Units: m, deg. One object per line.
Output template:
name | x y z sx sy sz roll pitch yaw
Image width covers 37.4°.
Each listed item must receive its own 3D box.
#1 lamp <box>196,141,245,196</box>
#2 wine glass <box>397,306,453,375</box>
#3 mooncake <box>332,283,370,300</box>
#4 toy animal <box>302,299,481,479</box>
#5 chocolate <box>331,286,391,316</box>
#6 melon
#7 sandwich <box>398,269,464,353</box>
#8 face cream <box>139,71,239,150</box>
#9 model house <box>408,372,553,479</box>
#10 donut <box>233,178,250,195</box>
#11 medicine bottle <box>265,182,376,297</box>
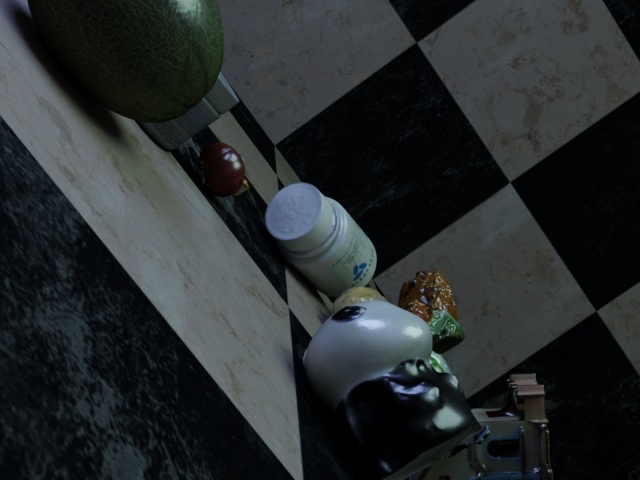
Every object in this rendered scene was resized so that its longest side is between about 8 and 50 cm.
lamp | -0.179 -0.127 1.700 0.101 0.090 0.101 35 -45 44
wine glass | 0.233 0.303 2.401 0.321 0.143 0.143 53 5 -40
mooncake | 0.047 0.077 2.330 0.168 0.104 0.175 49 5 -22
toy animal | 0.103 0.220 1.413 0.267 0.212 0.212 65 9 26
chocolate | 0.097 0.171 2.055 0.134 0.134 0.309 56 4 14
melon | -0.262 -0.309 1.307 0.302 0.237 0.237 55 5 -20
sandwich | 0.251 0.194 2.163 0.250 0.162 0.301 100 4 -47
face cream | -0.248 -0.262 1.598 0.177 0.153 0.177 55 4 -6
model house | 0.275 0.406 1.651 0.169 0.244 0.326 -62 150 -81
donut | -0.185 -0.127 1.920 0.067 0.038 0.083 58 11 9
medicine bottle | 0.000 0.000 2.052 0.170 0.170 0.293 58 8 35
